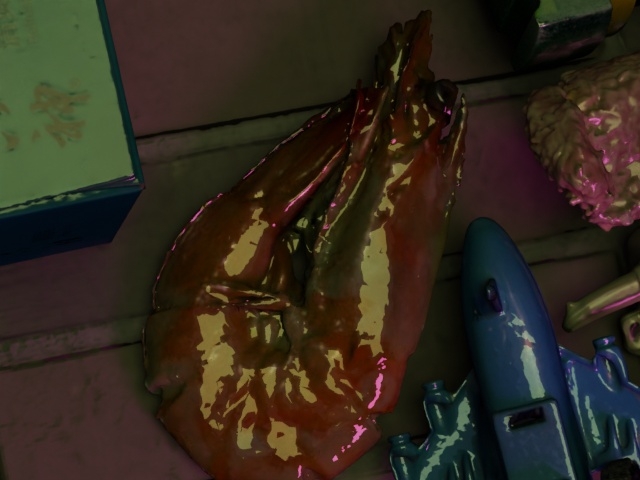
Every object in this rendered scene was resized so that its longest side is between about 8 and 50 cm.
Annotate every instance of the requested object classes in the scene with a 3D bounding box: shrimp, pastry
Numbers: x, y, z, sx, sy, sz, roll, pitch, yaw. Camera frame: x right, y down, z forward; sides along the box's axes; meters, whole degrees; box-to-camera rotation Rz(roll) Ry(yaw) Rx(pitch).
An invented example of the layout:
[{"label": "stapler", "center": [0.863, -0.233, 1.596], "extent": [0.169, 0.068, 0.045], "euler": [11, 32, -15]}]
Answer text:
[{"label": "shrimp", "center": [0.000, 0.000, 1.113], "extent": [0.154, 0.062, 0.294], "euler": [24, 81, -2]}, {"label": "pastry", "center": [0.222, -0.073, 1.144], "extent": [0.265, 0.112, 0.103], "euler": [-16, 78, -24]}]

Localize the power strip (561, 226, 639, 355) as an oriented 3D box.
[{"label": "power strip", "center": [0.277, 0.012, 1.162], "extent": [0.288, 0.053, 0.093], "euler": [-19, 105, -13]}]

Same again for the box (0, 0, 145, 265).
[{"label": "box", "center": [-0.156, -0.074, 0.993], "extent": [0.092, 0.245, 0.153], "euler": [-12, 85, -10]}]

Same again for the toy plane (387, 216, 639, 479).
[{"label": "toy plane", "center": [0.122, 0.119, 1.092], "extent": [0.254, 0.105, 0.271], "euler": [-16, 91, 8]}]

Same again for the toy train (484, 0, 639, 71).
[{"label": "toy train", "center": [0.182, -0.182, 1.146], "extent": [0.200, 0.083, 0.132], "euler": [-16, 72, -12]}]
